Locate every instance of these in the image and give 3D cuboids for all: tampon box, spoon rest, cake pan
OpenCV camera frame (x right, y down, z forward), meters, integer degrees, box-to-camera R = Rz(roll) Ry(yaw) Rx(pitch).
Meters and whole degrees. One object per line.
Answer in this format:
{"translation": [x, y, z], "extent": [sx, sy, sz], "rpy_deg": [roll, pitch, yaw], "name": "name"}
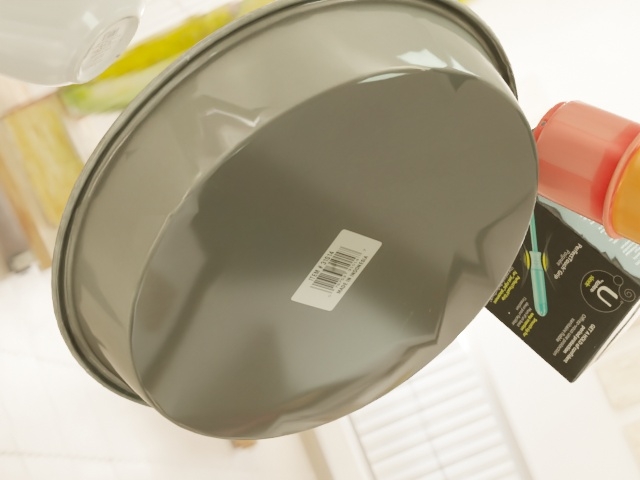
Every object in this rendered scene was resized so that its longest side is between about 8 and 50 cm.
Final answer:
{"translation": [0.193, 0.007, 1.132], "extent": [0.161, 0.120, 0.101], "rpy_deg": [42, 43, 15], "name": "tampon box"}
{"translation": [-0.218, -0.148, 1.009], "extent": [0.084, 0.137, 0.276], "rpy_deg": [41, 35, 6], "name": "spoon rest"}
{"translation": [0.000, 0.000, 0.765], "extent": [0.054, 0.293, 0.293], "rpy_deg": [51, -2, 39], "name": "cake pan"}

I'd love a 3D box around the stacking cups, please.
{"translation": [0.255, 0.008, 0.778], "extent": [0.316, 0.096, 0.096], "rpy_deg": [25, -17, 34], "name": "stacking cups"}
